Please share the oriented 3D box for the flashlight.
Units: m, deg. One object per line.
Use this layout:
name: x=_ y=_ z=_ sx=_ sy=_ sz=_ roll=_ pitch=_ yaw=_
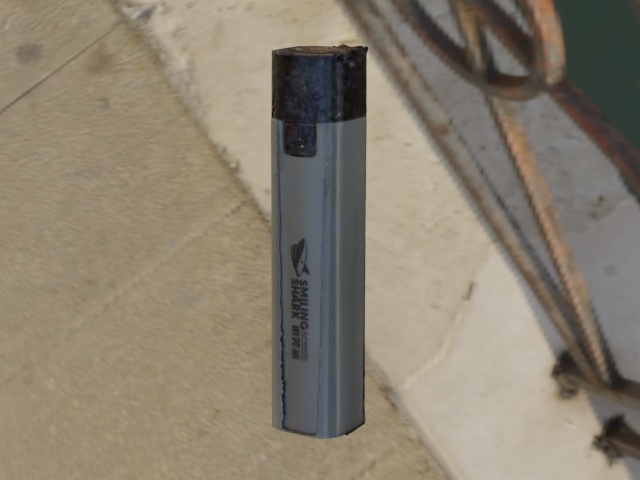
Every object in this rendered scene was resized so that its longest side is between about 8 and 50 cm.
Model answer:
flashlight: x=0.000 y=0.000 z=0.313 sx=0.018 sy=0.018 sz=0.083 roll=-22 pitch=116 yaw=-59
